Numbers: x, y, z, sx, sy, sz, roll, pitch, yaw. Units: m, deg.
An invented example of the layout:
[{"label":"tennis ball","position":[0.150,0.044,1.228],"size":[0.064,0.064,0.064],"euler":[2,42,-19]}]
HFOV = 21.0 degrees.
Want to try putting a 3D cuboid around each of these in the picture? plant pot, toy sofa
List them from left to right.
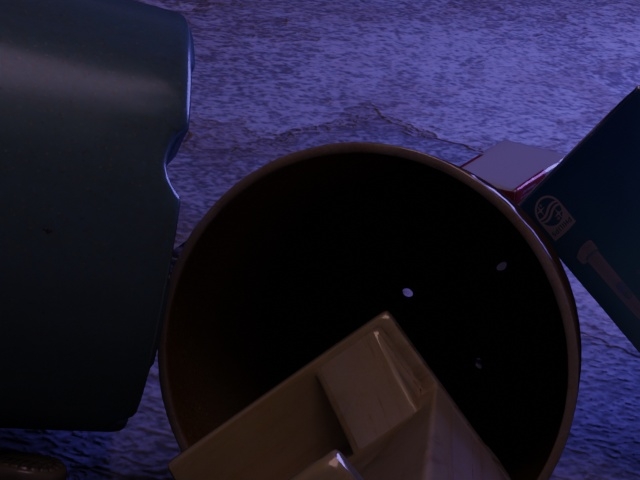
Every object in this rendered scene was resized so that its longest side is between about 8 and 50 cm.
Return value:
[{"label":"plant pot","position":[-0.257,-0.035,0.994],"size":[0.334,0.341,0.341],"euler":[8,23,-11]},{"label":"toy sofa","position":[0.012,0.163,0.738],"size":[0.150,0.177,0.362],"euler":[-36,3,7]},{"label":"plant pot","position":[0.057,0.056,1.048],"size":[0.237,0.237,0.254],"euler":[14,8,16]}]

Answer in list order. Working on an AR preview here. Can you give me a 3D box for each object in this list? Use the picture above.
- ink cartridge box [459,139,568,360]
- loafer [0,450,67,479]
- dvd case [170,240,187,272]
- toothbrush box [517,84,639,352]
[{"label":"ink cartridge box","position":[0.129,0.007,1.242],"size":[0.056,0.135,0.099],"euler":[16,25,27]},{"label":"loafer","position":[-0.207,0.139,0.959],"size":[0.148,0.050,0.056],"euler":[3,-1,33]},{"label":"dvd case","position":[0.000,0.000,1.367],"size":[0.164,0.018,0.221],"euler":[14,26,19]},{"label":"toothbrush box","position":[0.303,0.026,1.100],"size":[0.295,0.126,0.216],"euler":[52,38,11]}]
